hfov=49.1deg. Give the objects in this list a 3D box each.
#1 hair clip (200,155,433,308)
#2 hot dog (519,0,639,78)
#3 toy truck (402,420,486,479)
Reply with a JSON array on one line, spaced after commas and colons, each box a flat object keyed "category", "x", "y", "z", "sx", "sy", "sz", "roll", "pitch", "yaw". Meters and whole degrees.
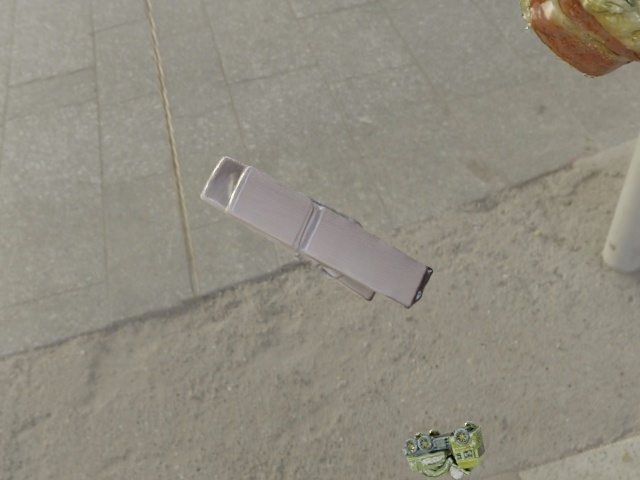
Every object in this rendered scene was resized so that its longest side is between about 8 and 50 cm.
[{"category": "hair clip", "x": 0.002, "y": -0.004, "z": 0.905, "sx": 0.101, "sy": 0.331, "sz": 0.085, "roll": 25, "pitch": 84, "yaw": 53}, {"category": "hot dog", "x": 0.284, "y": -0.233, "z": 0.678, "sx": 0.103, "sy": 0.146, "sz": 0.213, "roll": -51, "pitch": 15, "yaw": -3}, {"category": "toy truck", "x": 0.293, "y": 0.503, "z": 1.648, "sx": 0.191, "sy": 0.085, "sz": 0.116, "roll": -19, "pitch": 82, "yaw": 24}]
